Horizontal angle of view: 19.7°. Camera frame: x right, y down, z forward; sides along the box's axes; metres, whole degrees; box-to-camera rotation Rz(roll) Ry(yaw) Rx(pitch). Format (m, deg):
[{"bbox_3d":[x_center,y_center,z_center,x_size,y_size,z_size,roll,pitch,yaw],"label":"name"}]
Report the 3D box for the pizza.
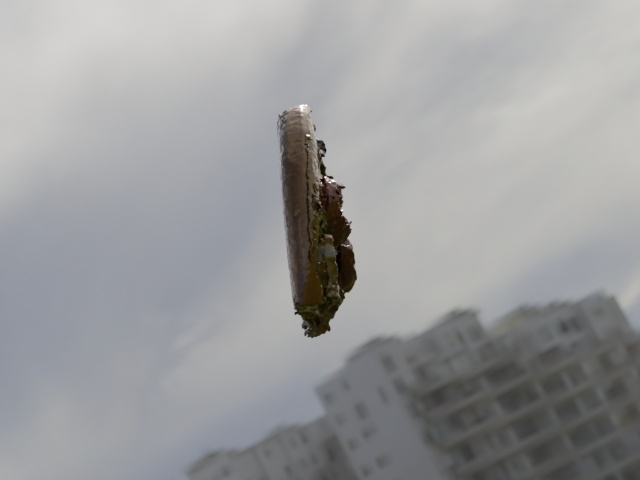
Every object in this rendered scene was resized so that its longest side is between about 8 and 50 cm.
[{"bbox_3d":[0.000,0.000,1.474,0.053,0.201,0.193,-6,-31,1],"label":"pizza"}]
